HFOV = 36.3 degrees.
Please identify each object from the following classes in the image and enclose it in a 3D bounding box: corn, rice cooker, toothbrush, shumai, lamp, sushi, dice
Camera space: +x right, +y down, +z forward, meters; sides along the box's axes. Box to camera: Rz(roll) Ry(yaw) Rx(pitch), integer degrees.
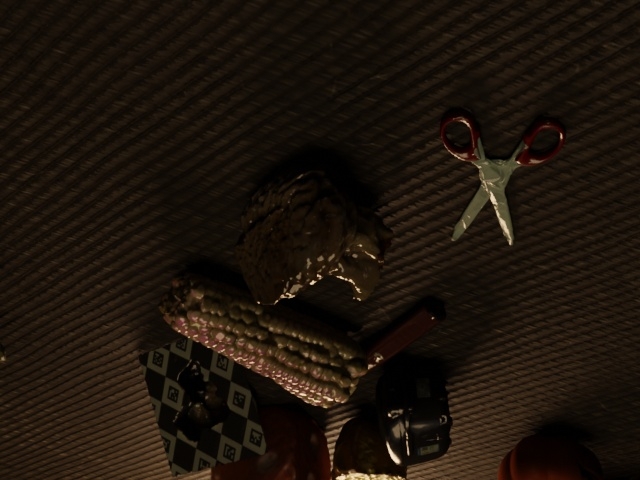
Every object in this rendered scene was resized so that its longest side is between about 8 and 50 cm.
[{"bbox_3d":[-0.081,0.145,1.484,0.335,0.126,0.127,31,139,-21],"label":"corn"},{"bbox_3d":[0.152,0.285,1.593,0.118,0.142,0.203,-8,143,2],"label":"rice cooker"},{"bbox_3d":[0.083,0.184,1.557,0.041,0.040,0.364,25,141,-19],"label":"toothbrush"},{"bbox_3d":[0.000,0.000,1.258,0.176,0.166,0.206,9,152,-39],"label":"shumai"},{"bbox_3d":[0.405,0.427,1.714,0.188,0.164,0.187,7,119,12],"label":"lamp"},{"bbox_3d":[-0.186,0.267,1.639,0.231,0.219,0.047,-22,172,35],"label":"sushi"},{"bbox_3d":[-0.085,0.416,1.796,0.174,0.179,0.175,-9,135,25],"label":"dice"}]

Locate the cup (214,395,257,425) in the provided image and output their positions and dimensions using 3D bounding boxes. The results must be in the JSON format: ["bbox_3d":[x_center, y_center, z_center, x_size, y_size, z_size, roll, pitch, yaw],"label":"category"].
[{"bbox_3d":[-0.194,0.311,1.735,0.141,0.120,0.120,2,144,27],"label":"cup"}]

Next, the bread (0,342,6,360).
[{"bbox_3d":[-0.654,0.116,1.515,0.314,0.191,0.370,-21,146,27],"label":"bread"}]

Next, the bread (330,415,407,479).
[{"bbox_3d":[0.093,0.399,1.759,0.143,0.139,0.229,9,151,2],"label":"bread"}]

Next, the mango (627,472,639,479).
[{"bbox_3d":[0.599,0.508,1.697,0.384,0.221,0.199,-36,92,15],"label":"mango"}]

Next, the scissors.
[{"bbox_3d":[0.213,-0.070,1.206,0.144,0.017,0.247,6,145,6],"label":"scissors"}]
